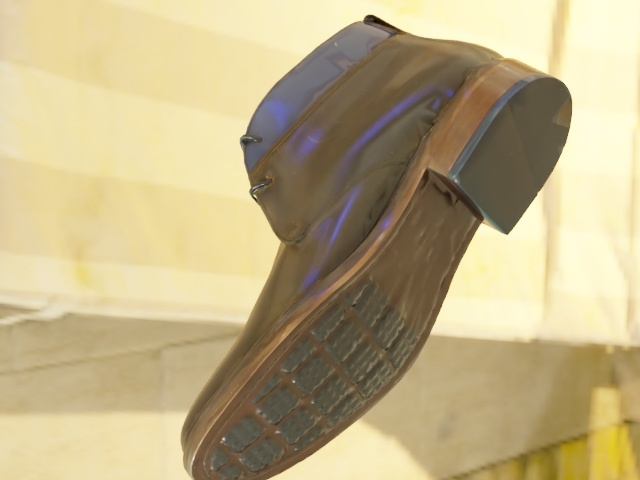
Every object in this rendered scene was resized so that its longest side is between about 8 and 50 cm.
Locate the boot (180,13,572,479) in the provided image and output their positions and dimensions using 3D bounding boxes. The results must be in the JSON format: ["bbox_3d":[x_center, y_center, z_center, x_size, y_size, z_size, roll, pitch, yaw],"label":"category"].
[{"bbox_3d":[0.000,0.000,0.700,0.219,0.106,0.082,-48,141,-9],"label":"boot"}]
